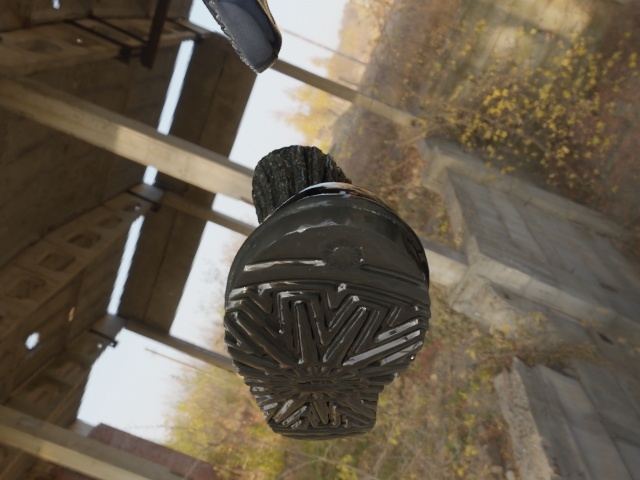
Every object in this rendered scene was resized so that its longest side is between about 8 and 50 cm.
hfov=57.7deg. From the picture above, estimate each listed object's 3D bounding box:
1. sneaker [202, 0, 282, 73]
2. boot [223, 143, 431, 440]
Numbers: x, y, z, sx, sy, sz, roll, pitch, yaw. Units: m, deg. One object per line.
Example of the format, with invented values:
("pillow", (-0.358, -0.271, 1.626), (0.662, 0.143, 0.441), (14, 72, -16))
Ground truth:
("sneaker", (-0.083, -0.301, 0.465), (0.131, 0.319, 0.112), (-27, 24, -1))
("boot", (-0.004, 0.000, 0.503), (0.348, 0.131, 0.260), (99, 173, -56))
